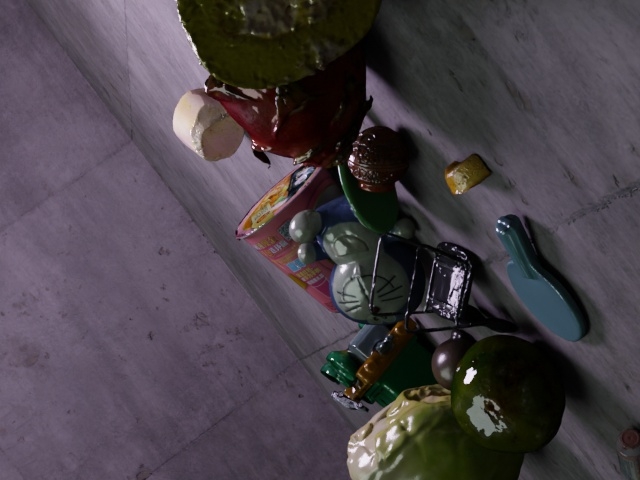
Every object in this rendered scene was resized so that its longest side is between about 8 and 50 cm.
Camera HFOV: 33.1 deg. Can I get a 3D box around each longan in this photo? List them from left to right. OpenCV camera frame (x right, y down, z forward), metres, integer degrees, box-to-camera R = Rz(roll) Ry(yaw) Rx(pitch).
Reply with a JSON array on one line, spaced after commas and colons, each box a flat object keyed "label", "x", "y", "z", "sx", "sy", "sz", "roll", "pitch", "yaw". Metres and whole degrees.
[{"label": "longan", "x": 0.258, "y": 0.225, "z": 2.027, "sx": 0.106, "sy": 0.106, "sz": 0.119, "roll": 139, "pitch": 136, "yaw": -77}]

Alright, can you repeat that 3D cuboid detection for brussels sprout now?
[{"label": "brussels sprout", "x": 0.229, "y": 0.407, "z": 2.105, "sx": 0.344, "sy": 0.344, "sz": 0.268, "roll": 61, "pitch": -160, "yaw": -29}]

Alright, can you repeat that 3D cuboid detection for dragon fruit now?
[{"label": "dragon fruit", "x": -0.049, "y": -0.254, "z": 1.546, "sx": 0.250, "sy": 0.250, "sz": 0.315, "roll": 41, "pitch": 170, "yaw": 41}]

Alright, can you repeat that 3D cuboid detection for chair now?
[{"label": "chair", "x": 0.214, "y": 0.077, "z": 1.785, "sx": 0.140, "sy": 0.221, "sz": 0.145, "roll": -156, "pitch": 75, "yaw": -65}]

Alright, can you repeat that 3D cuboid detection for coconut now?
[{"label": "coconut", "x": -0.253, "y": -0.262, "z": 2.411, "sx": 0.152, "sy": 0.147, "sz": 0.147, "roll": 42, "pitch": 163, "yaw": 45}]

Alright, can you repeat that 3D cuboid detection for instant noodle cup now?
[{"label": "instant noodle cup", "x": 0.000, "y": 0.000, "z": 2.091, "sx": 0.255, "sy": 0.244, "sz": 0.244, "roll": 48, "pitch": 168, "yaw": -14}]

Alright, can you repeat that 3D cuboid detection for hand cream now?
[{"label": "hand cream", "x": 0.487, "y": 0.348, "z": 1.675, "sx": 0.067, "sy": 0.043, "sz": 0.210, "roll": 46, "pitch": 170, "yaw": 35}]

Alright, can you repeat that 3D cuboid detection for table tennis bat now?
[{"label": "table tennis bat", "x": 0.062, "y": -0.132, "z": 1.754, "sx": 0.160, "sy": 0.039, "sz": 0.257, "roll": -24, "pitch": -86, "yaw": -60}, {"label": "table tennis bat", "x": 0.309, "y": 0.055, "z": 1.545, "sx": 0.237, "sy": 0.038, "sz": 0.149, "roll": 56, "pitch": 168, "yaw": -31}]

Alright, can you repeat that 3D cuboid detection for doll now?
[{"label": "doll", "x": 0.081, "y": 0.038, "z": 1.943, "sx": 0.154, "sy": 0.228, "sz": 0.259, "roll": -49, "pitch": -58, "yaw": -65}]

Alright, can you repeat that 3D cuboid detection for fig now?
[{"label": "fig", "x": 0.309, "y": 0.236, "z": 1.766, "sx": 0.195, "sy": 0.195, "sz": 0.245, "roll": 55, "pitch": -158, "yaw": -9}]

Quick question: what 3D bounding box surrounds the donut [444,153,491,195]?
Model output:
[{"label": "donut", "x": 0.204, "y": -0.098, "z": 1.521, "sx": 0.038, "sy": 0.067, "sz": 0.083, "roll": 49, "pitch": -161, "yaw": -11}]

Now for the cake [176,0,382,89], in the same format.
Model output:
[{"label": "cake", "x": -0.046, "y": -0.297, "z": 1.346, "sx": 0.156, "sy": 0.260, "sz": 0.179, "roll": -112, "pitch": 3, "yaw": -71}]

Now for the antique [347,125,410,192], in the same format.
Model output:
[{"label": "antique", "x": 0.090, "y": -0.130, "z": 1.677, "sx": 0.104, "sy": 0.104, "sz": 0.104, "roll": 49, "pitch": 166, "yaw": 17}]

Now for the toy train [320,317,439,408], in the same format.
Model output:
[{"label": "toy train", "x": 0.154, "y": 0.286, "z": 2.380, "sx": 0.249, "sy": 0.178, "sz": 0.429, "roll": 39, "pitch": 166, "yaw": 7}]

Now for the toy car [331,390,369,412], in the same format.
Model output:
[{"label": "toy car", "x": 0.067, "y": 0.371, "z": 2.451, "sx": 0.093, "sy": 0.025, "sz": 0.041, "roll": 27, "pitch": 166, "yaw": 16}]
